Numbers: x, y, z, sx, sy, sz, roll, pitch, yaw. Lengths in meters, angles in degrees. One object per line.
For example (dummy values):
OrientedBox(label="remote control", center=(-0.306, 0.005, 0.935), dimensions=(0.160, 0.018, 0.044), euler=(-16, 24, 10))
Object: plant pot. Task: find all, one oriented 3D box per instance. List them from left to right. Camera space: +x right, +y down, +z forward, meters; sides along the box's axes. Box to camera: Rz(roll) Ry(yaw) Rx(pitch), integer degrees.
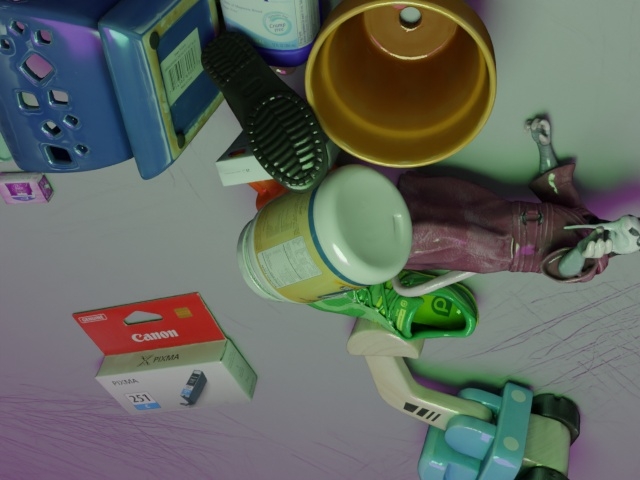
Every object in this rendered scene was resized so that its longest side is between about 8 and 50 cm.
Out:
OrientedBox(label="plant pot", center=(-0.245, -0.219, 0.887), dimensions=(0.212, 0.236, 0.236), euler=(12, 135, 16))
OrientedBox(label="plant pot", center=(0.098, -0.221, 0.863), dimensions=(0.205, 0.188, 0.205), euler=(6, 133, 6))

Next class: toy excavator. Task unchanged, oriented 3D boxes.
OrientedBox(label="toy excavator", center=(0.245, 0.339, 1.354), dimensions=(0.445, 0.222, 0.433), euler=(17, 133, 9))

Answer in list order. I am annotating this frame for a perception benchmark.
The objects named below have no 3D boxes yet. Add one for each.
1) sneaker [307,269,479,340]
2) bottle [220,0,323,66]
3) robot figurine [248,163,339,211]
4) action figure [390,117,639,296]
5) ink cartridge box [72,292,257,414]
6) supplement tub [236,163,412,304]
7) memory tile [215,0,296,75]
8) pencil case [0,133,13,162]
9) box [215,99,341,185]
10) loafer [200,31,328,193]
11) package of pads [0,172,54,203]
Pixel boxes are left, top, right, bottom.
OrientedBox(label="sneaker", center=(0.112, 0.089, 1.177), dimensions=(0.296, 0.123, 0.109), euler=(10, 102, -3))
OrientedBox(label="bottle", center=(-0.063, -0.324, 0.816), dimensions=(0.118, 0.092, 0.283), euler=(15, 147, 15))
OrientedBox(label="robot figurine", center=(-0.005, -0.051, 1.083), dimensions=(0.219, 0.128, 0.158), euler=(39, 129, -22))
OrientedBox(label="action figure", center=(0.266, 0.007, 0.997), dimensions=(0.370, 0.248, 0.275), euler=(7, 134, 10))
OrientedBox(label="ink cartridge box", center=(-0.311, 0.232, 1.459), dimensions=(0.296, 0.066, 0.261), euler=(-11, 130, 21))
OrientedBox(label="supplement tub", center=(0.000, 0.000, 0.926), dimensions=(0.144, 0.144, 0.200), euler=(40, 145, -23))
OrientedBox(label="memory tile", center=(-0.097, -0.277, 0.975), dimensions=(0.148, 0.012, 0.113), euler=(13, 134, 0))
OrientedBox(label="pencil case", center=(-0.582, -0.184, 1.102), dimensions=(0.273, 0.113, 0.124), euler=(7, 143, 6))
OrientedBox(label="box", center=(-0.037, -0.136, 0.971), dimensions=(0.145, 0.186, 0.038), euler=(-7, 117, 18))
OrientedBox(label="loafer", center=(-0.055, -0.146, 0.862), dimensions=(0.080, 0.220, 0.078), euler=(-32, 163, 4))
OrientedBox(label="package of pads", center=(-0.488, -0.087, 1.226), dimensions=(0.083, 0.032, 0.050), euler=(-1, 133, 14))
